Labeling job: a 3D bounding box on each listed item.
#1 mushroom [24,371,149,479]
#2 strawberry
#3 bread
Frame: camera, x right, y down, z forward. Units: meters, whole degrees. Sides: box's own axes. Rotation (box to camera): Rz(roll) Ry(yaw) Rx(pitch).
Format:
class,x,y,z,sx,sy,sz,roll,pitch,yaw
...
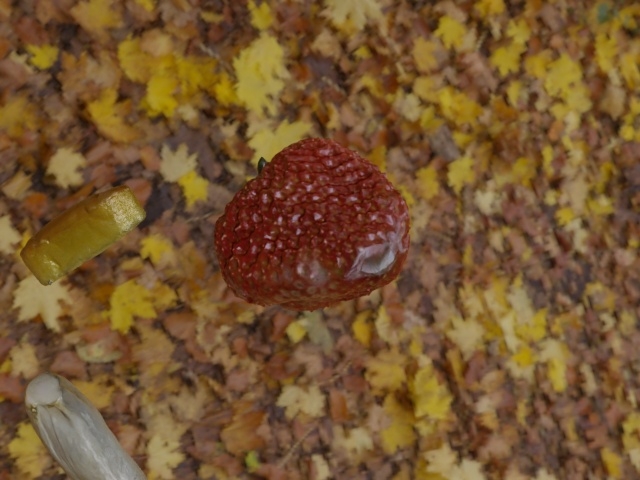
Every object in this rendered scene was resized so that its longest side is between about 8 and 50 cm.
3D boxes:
class,x,y,z,sx,sy,sz,roll,pitch,yaw
mushroom,-0.331,0.326,1.547,0.095,0.122,0.351,-45,125,-22
strawberry,0.000,0.000,1.630,0.312,0.351,0.267,-42,122,-17
bread,-0.420,-0.015,1.827,0.094,0.245,0.102,55,20,-9
